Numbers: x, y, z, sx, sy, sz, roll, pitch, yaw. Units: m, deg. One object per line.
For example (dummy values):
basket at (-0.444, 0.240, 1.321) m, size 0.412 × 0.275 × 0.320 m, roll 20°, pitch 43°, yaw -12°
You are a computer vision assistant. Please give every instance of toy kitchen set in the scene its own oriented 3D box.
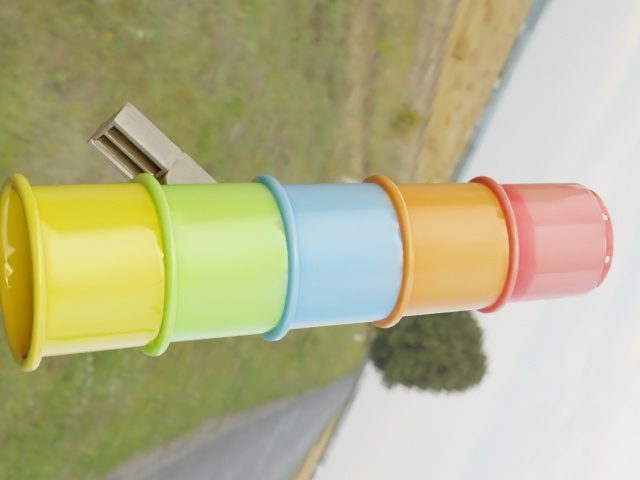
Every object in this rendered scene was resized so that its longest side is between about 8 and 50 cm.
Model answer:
toy kitchen set at (-0.114, -0.012, 0.821) m, size 0.068 × 0.075 × 0.083 m, roll -29°, pitch -157°, yaw 50°

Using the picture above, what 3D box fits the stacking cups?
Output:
stacking cups at (0.000, 0.000, 0.763) m, size 0.096 × 0.316 × 0.096 m, roll 174°, pitch -90°, yaw -68°
